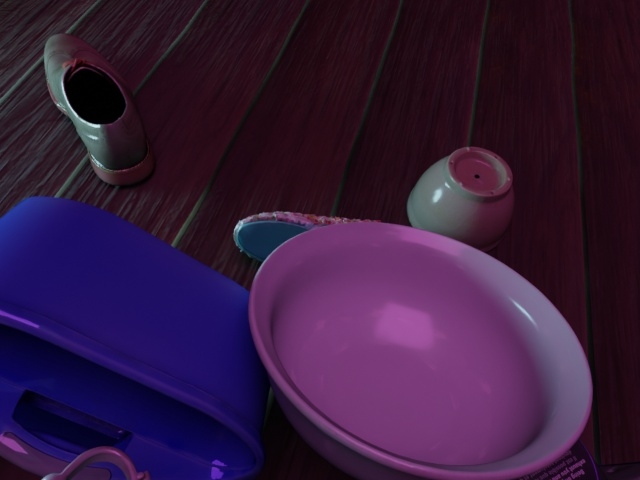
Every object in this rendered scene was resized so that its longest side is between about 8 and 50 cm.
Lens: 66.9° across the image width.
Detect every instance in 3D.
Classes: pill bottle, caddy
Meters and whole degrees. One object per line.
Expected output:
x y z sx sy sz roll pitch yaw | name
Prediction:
0.153 0.101 0.613 0.103 0.103 0.184 -2 57 -8 | pill bottle
-0.203 0.125 0.443 0.341 0.241 0.179 32 41 -18 | caddy

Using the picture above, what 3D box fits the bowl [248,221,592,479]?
0.074 0.115 0.459 0.298 0.134 0.297 8 34 -6 | bowl

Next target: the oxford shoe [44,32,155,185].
-0.363 -0.249 0.776 0.123 0.130 0.348 -28 64 -23 | oxford shoe

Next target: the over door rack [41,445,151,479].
-0.125 0.340 0.316 0.108 0.239 0.324 -12 48 -43 | over door rack

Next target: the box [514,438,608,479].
0.211 0.328 0.442 0.165 0.143 0.270 -19 61 -16 | box

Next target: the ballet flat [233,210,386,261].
0.000 0.000 0.692 0.241 0.091 0.077 9 25 -6 | ballet flat

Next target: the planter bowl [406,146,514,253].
0.224 -0.072 0.736 0.162 0.109 0.162 3 56 -5 | planter bowl

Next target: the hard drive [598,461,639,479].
0.356 0.351 0.404 0.040 0.210 0.318 -27 62 -3 | hard drive
